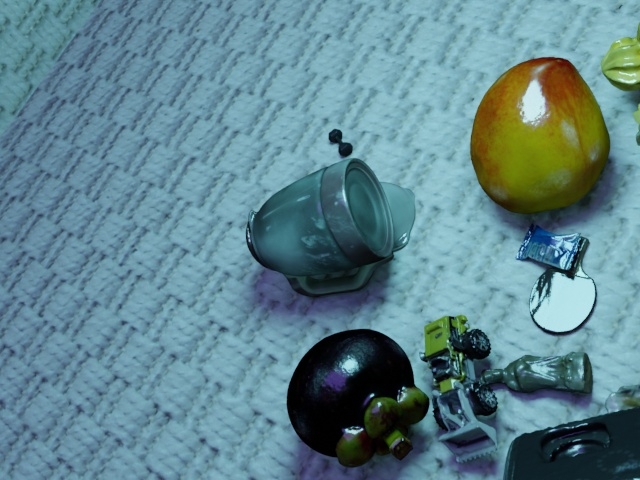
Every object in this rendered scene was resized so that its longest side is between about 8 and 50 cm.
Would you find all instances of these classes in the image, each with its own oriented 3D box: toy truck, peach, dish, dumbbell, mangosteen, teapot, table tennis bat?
[{"bbox_3d":[0.269,0.288,1.530,0.136,0.111,0.285,-35,47,40],"label":"toy truck"},{"bbox_3d":[0.447,-0.221,1.611,0.289,0.308,0.289,-21,39,18],"label":"peach"},{"bbox_3d":[0.110,-0.059,1.843,0.246,0.078,0.224,-37,55,6],"label":"dish"},{"bbox_3d":[0.052,-0.256,2.006,0.040,0.036,0.083,-37,53,6],"label":"dumbbell"},{"bbox_3d":[0.081,0.326,1.539,0.275,0.275,0.302,-46,45,-1],"label":"mangosteen"},{"bbox_3d":[0.000,0.000,1.738,0.312,0.315,0.233,-18,32,27],"label":"teapot"},{"bbox_3d":[0.509,0.090,1.587,0.130,0.019,0.220,15,74,33],"label":"table tennis bat"}]

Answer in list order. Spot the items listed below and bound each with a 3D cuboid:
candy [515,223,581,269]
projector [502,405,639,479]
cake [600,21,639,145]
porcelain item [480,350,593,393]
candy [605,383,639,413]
[{"bbox_3d":[0.483,0.011,1.622,0.136,0.038,0.088,14,70,51],"label":"candy"},{"bbox_3d":[0.511,0.473,1.120,0.395,0.242,0.405,-20,99,21],"label":"projector"},{"bbox_3d":[0.742,-0.327,1.562,0.286,0.222,0.227,-18,55,19],"label":"cake"},{"bbox_3d":[0.420,0.262,1.520,0.216,0.069,0.081,-7,66,31],"label":"porcelain item"},{"bbox_3d":[0.589,0.323,1.319,0.137,0.195,0.184,-33,58,15],"label":"candy"}]
